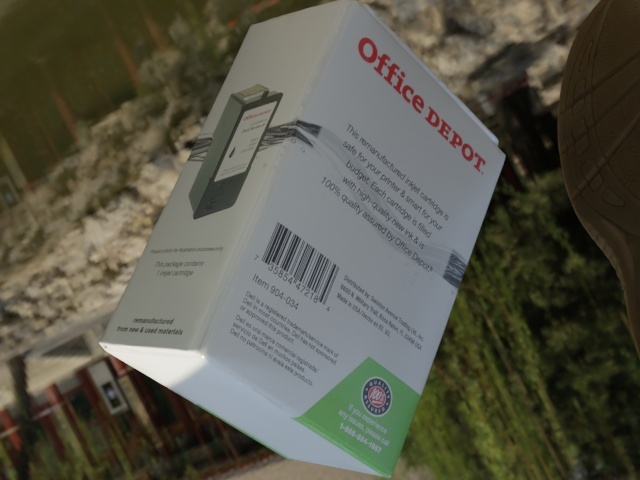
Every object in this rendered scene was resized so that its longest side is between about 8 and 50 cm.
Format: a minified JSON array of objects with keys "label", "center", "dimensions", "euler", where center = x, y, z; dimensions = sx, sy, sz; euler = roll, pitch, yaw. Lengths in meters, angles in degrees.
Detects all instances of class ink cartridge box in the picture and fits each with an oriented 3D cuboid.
[{"label":"ink cartridge box","center":[0.000,0.000,0.768],"dimensions":[0.115,0.198,0.273],"euler":[-2,-123,47]}]

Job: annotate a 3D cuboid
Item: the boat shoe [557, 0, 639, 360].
[{"label":"boat shoe","center":[0.247,-0.021,0.700],"dimensions":[0.110,0.341,0.121],"euler":[10,146,-27]}]
